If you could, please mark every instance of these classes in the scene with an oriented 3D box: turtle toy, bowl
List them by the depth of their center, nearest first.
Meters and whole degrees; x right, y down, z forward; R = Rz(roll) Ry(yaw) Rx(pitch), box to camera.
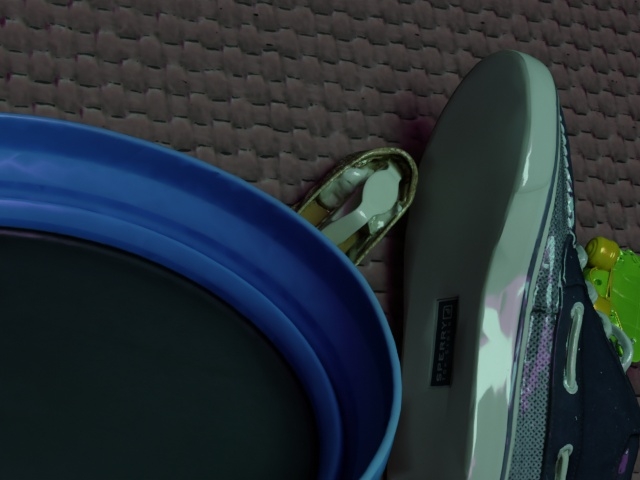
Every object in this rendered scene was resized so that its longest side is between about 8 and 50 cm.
[{"bbox_3d":[-0.153,0.063,0.823,0.391,0.077,0.391,11,32,-7],"label":"bowl"},{"bbox_3d":[0.220,0.064,1.184,0.095,0.066,0.130,27,60,-19],"label":"turtle toy"}]

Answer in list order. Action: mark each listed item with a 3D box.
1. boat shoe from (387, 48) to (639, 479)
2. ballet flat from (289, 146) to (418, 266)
[{"bbox_3d":[0.149,0.048,1.104,0.158,0.127,0.341,16,81,-33],"label":"boat shoe"},{"bbox_3d":[0.000,0.000,1.070,0.073,0.067,0.206,45,55,-11],"label":"ballet flat"}]
